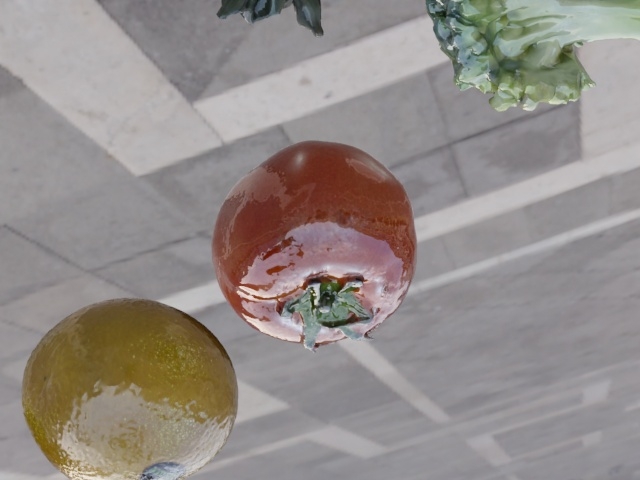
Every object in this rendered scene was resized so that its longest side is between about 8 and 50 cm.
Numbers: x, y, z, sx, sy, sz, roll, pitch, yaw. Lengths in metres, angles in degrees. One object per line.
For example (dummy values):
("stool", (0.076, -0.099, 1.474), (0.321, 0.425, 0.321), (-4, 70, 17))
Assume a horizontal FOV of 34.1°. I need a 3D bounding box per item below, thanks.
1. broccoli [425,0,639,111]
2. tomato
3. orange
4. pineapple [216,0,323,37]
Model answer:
("broccoli", (0.245, -0.261, 0.897), (0.281, 0.348, 0.293), (27, 166, 1))
("tomato", (0.000, 0.000, 1.681), (0.341, 0.272, 0.341), (-3, 142, -2))
("orange", (-0.207, 0.170, 1.147), (0.236, 0.236, 0.236), (-14, 161, -5))
("pineapple", (-0.004, -0.229, 0.505), (0.128, 0.128, 0.248), (-4, 117, -32))
